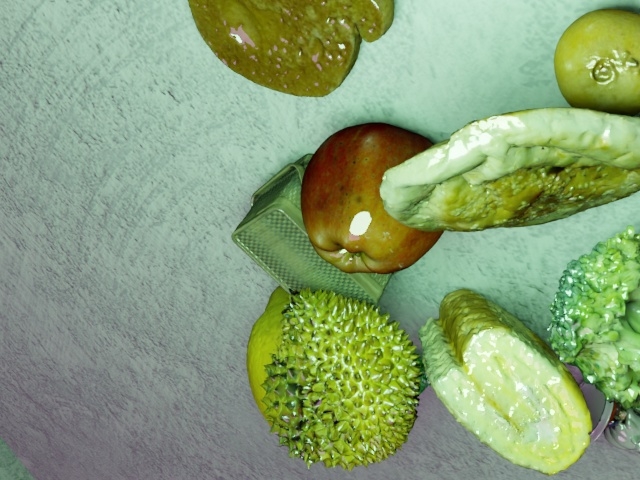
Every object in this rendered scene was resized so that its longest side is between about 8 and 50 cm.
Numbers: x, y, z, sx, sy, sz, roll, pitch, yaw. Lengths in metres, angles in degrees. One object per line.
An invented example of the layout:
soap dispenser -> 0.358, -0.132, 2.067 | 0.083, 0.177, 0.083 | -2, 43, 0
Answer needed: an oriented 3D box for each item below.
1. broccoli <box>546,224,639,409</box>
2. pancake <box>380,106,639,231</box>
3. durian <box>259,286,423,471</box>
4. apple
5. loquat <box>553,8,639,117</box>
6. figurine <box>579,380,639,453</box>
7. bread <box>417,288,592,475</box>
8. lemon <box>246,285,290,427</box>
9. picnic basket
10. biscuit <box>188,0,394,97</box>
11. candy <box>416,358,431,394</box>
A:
broccoli -> 0.473, 0.122, 1.273 | 0.353, 0.275, 0.397 | 3, -178, -3
pancake -> 0.261, -0.079, 1.227 | 0.386, 0.082, 0.387 | -9, 165, -2
durian -> 0.029, 0.217, 1.550 | 0.258, 0.258, 0.293 | 1, 92, 35
apple -> 0.075, -0.061, 1.445 | 0.234, 0.234, 0.234 | 19, 141, 17
loquat -> 0.348, -0.206, 1.164 | 0.141, 0.141, 0.141 | 19, 141, 17
figurine -> 0.507, 0.314, 1.660 | 0.153, 0.132, 0.132 | 24, 144, -12
bread -> 0.277, 0.208, 1.506 | 0.236, 0.165, 0.375 | 40, -174, -4
lemon -> -0.014, 0.229, 1.804 | 0.245, 0.245, 0.320 | -44, 64, 52
picnic basket -> 0.000, 0.000, 1.635 | 0.266, 0.139, 0.165 | 43, 142, -14
biscuit -> -0.045, -0.355, 1.335 | 0.314, 0.063, 0.367 | 18, 140, 15
candy -> 0.255, 0.259, 1.811 | 0.323, 0.097, 0.097 | 1, 134, 24
